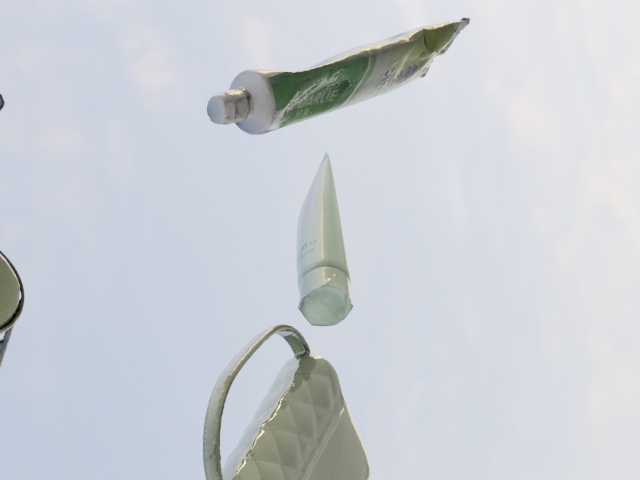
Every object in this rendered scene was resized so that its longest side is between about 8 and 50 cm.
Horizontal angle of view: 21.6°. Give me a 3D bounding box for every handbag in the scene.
[{"bbox_3d":[-0.041,0.190,1.476,0.256,0.079,0.219,-58,-46,-58],"label":"handbag"}]

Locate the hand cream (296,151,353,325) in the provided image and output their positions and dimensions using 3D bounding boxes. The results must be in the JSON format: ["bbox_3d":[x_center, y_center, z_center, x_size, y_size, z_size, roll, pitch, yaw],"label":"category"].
[{"bbox_3d":[0.000,0.000,1.606,0.050,0.078,0.205,13,-145,-13],"label":"hand cream"}]

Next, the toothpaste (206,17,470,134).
[{"bbox_3d":[0.014,-0.122,1.259,0.248,0.078,0.047,-20,-110,-42],"label":"toothpaste"}]

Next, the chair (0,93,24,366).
[{"bbox_3d":[-0.372,0.032,1.665,0.170,0.325,0.160,46,-141,15],"label":"chair"}]
